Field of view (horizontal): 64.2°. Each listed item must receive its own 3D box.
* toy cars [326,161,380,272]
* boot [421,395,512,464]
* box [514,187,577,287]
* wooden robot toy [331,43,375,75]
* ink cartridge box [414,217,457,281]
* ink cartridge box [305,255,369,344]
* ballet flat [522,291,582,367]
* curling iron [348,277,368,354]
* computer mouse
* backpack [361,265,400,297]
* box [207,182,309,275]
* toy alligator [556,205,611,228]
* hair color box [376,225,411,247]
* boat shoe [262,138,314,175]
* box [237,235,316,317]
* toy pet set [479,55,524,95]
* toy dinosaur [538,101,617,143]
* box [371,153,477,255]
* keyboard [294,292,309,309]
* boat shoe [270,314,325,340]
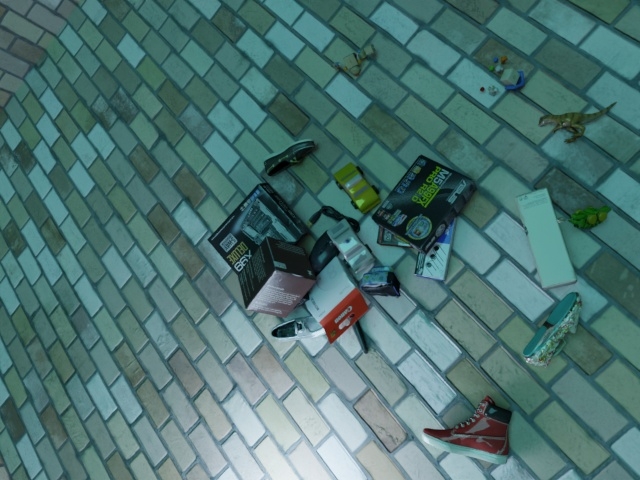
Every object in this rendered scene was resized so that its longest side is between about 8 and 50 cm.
[{"bbox_3d":[0.106,-0.090,1.722,0.176,0.087,0.393,3,75,15],"label":"toy cars"},{"bbox_3d":[0.425,0.532,1.491,0.244,0.088,0.176,6,83,18],"label":"boot"},{"bbox_3d":[0.645,-0.002,1.463,0.094,0.113,0.275,-17,73,23],"label":"box"},{"bbox_3d":[0.128,-0.643,1.862,0.173,0.076,0.079,-22,108,21],"label":"wooden robot toy"},{"bbox_3d":[0.367,0.020,1.627,0.097,0.046,0.207,10,84,26],"label":"ink cartridge box"},{"bbox_3d":[0.042,0.194,1.689,0.189,0.066,0.232,-46,35,18],"label":"ink cartridge box"},{"bbox_3d":[0.667,0.255,1.436,0.077,0.091,0.241,33,102,-4],"label":"ballet flat"},{"bbox_3d":[0.117,0.246,1.713,0.068,0.035,0.274,-18,73,22],"label":"curling iron"},{"bbox_3d":[0.000,0.000,1.799,0.184,0.060,0.262,37,98,25],"label":"computer mouse"},{"bbox_3d":[0.194,0.135,1.662,0.114,0.105,0.084,-6,56,25],"label":"backpack"},{"bbox_3d":[-0.228,-0.017,1.848,0.307,0.076,0.242,-43,82,21],"label":"box"},{"bbox_3d":[0.735,-0.056,1.430,0.056,0.190,0.051,-135,36,-59],"label":"toy alligator"},{"bbox_3d":[0.261,-0.015,1.686,0.141,0.043,0.072,5,82,25],"label":"hair color box"},{"bbox_3d":[-0.112,-0.308,1.899,0.228,0.081,0.068,-21,75,29],"label":"boat shoe"},{"bbox_3d":[-0.151,0.128,1.732,0.203,0.168,0.167,-52,38,26],"label":"box"},{"bbox_3d":[0.589,-0.516,1.621,0.114,0.065,0.122,24,89,62],"label":"toy pet set"},{"bbox_3d":[0.754,-0.351,1.498,0.211,0.064,0.112,-2,79,25],"label":"toy dinosaur"},{"bbox_3d":[0.325,-0.118,1.619,0.216,0.060,0.270,37,88,38],"label":"box"},{"bbox_3d":[-0.075,0.141,1.789,0.108,0.023,0.180,-38,47,30],"label":"keyboard"},{"bbox_3d":[-0.068,0.305,1.765,0.227,0.081,0.079,-18,73,20],"label":"boat shoe"}]
